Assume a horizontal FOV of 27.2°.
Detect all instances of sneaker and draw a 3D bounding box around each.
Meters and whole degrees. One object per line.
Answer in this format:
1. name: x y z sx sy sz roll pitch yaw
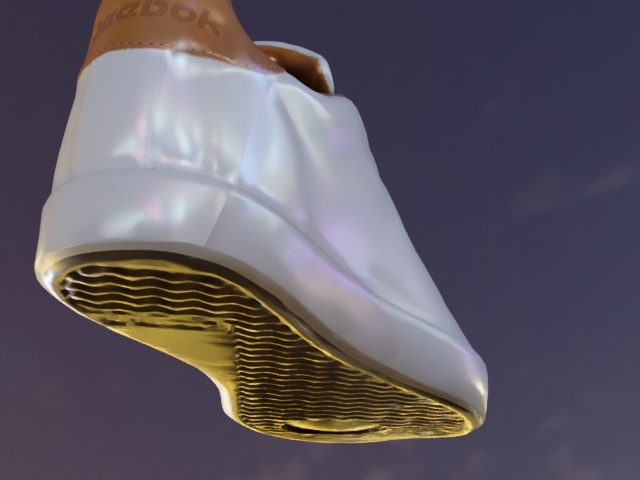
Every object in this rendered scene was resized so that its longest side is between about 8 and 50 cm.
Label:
1. sneaker: 0.000 0.000 0.495 0.106 0.123 0.290 -5 -23 17
